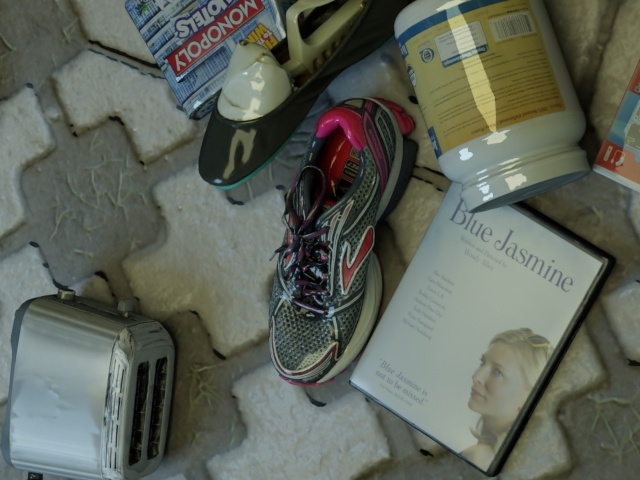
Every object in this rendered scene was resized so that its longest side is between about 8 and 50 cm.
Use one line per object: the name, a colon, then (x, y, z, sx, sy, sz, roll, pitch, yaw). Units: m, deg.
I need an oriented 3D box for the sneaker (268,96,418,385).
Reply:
sneaker: (0.000, 0.000, 1.881, 0.121, 0.112, 0.299, 17, 101, 25)

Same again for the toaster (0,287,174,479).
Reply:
toaster: (-0.246, 0.168, 2.003, 0.146, 0.129, 0.227, 9, 95, 23)

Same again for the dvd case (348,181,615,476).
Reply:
dvd case: (0.155, 0.081, 1.858, 0.180, 0.022, 0.253, 33, 106, 21)

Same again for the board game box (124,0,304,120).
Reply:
board game box: (-0.092, -0.215, 1.944, 0.194, 0.060, 0.194, -35, 77, 23)

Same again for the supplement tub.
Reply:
supplement tub: (0.163, -0.139, 1.773, 0.144, 0.144, 0.199, -21, 83, 26)

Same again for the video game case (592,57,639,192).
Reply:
video game case: (0.394, -0.152, 1.725, 0.204, 0.025, 0.285, 28, 104, 22)

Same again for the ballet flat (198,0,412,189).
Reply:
ballet flat: (-0.030, -0.175, 1.829, 0.280, 0.096, 0.095, -46, 44, -15)
